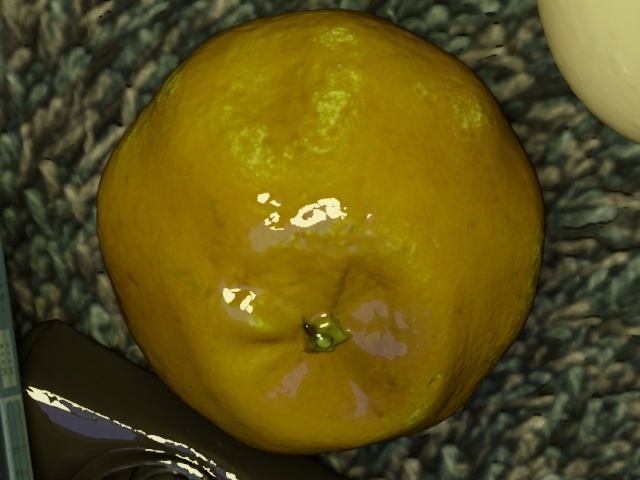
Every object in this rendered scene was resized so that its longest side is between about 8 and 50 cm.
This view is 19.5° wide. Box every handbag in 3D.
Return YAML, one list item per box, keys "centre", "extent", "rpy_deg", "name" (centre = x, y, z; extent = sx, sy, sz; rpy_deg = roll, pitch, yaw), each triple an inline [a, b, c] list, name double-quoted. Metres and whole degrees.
- centre: [-0.130, 0.219, 1.336]
  extent: [0.285, 0.113, 0.257]
  rpy_deg: [28, 124, 1]
  name: "handbag"

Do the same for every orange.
- centre: [0.000, 0.000, 1.139]
  extent: [0.279, 0.235, 0.279]
  rpy_deg: [5, 120, 9]
  name: "orange"

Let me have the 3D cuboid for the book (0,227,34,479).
- centre: [-0.259, 0.099, 1.285]
  extent: [0.191, 0.025, 0.269]
  rpy_deg: [11, 110, 51]
  name: "book"

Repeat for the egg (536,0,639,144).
- centre: [0.254, -0.186, 0.971]
  extent: [0.283, 0.283, 0.345]
  rpy_deg: [36, 122, -2]
  name: "egg"
